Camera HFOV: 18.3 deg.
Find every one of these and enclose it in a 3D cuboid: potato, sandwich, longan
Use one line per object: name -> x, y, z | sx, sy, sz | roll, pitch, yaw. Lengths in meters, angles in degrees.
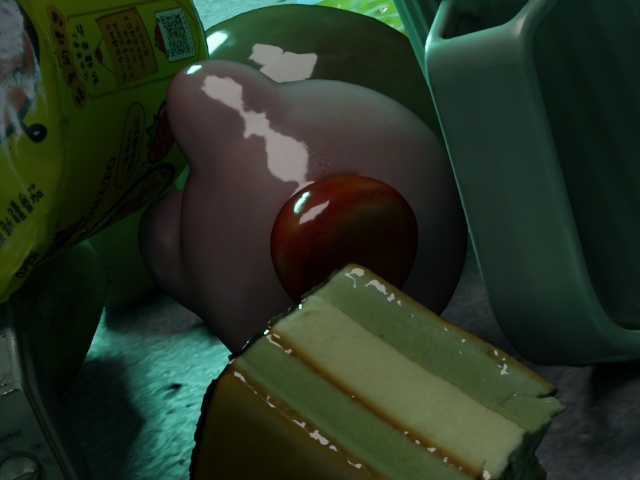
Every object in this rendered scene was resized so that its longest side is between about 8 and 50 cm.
potato -> -0.314, 0.048, 1.728 | 0.243, 0.221, 0.326 | -28, 23, -25
sandwich -> 0.037, 0.171, 1.236 | 0.198, 0.227, 0.155 | 31, 46, 21
potato -> -0.185, -0.038, 1.861 | 0.137, 0.200, 0.154 | -1, 28, -14
longan -> -0.005, -0.079, 1.671 | 0.258, 0.258, 0.258 | -20, 21, 8

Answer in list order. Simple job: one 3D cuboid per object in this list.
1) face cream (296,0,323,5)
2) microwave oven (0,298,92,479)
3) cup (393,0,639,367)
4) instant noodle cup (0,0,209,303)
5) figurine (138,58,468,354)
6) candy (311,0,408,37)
face cream -> 0.083, -0.299, 2.375 | 0.250, 0.077, 0.077 | 1, 31, 44
microwave oven -> -0.315, 0.201, 1.410 | 0.295, 0.181, 0.237 | -24, 19, -4
cup -> 0.221, -0.120, 1.373 | 0.310, 0.392, 0.401 | -26, 25, 9
instant noodle cup -> -0.252, -0.115, 1.519 | 0.326, 0.325, 0.254 | -10, 6, 32
figurine -> 0.008, 0.004, 1.437 | 0.211, 0.269, 0.261 | -7, 42, -25
candy -> 0.044, -0.190, 2.076 | 0.260, 0.118, 0.260 | -11, 25, 5
